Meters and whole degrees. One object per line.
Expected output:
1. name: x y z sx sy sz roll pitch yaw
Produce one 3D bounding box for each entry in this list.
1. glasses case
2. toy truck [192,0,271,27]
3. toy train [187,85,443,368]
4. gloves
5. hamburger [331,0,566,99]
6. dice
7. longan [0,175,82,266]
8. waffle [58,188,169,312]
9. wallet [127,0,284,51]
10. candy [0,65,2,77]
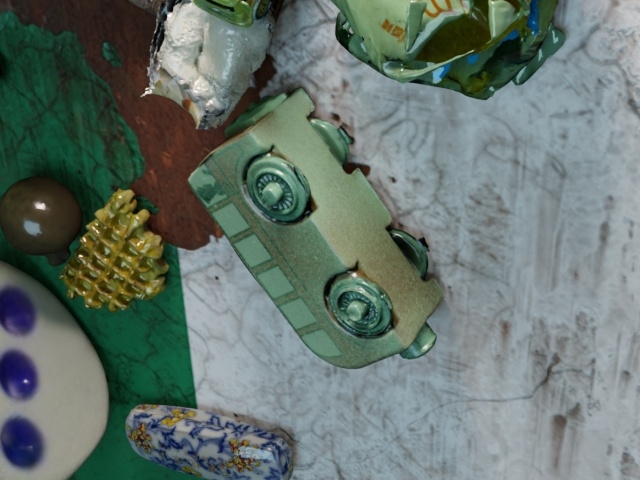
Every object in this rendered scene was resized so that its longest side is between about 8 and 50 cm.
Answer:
1. glasses case: -0.153 0.277 1.541 0.248 0.065 0.087 7 122 27
2. toy truck: -0.064 -0.288 1.038 0.077 0.100 0.169 28 90 12
3. toy train: 0.000 0.000 1.222 0.159 0.129 0.326 -24 107 43
4. gloves: -0.112 -0.195 1.140 0.114 0.070 0.153 33 122 4
5. hamburger: 0.100 -0.231 0.988 0.260 0.150 0.276 11 127 25
6. dice: -0.498 0.221 1.565 0.304 0.277 0.304 -21 110 41
7. longan: -0.345 -0.022 1.422 0.106 0.106 0.119 -9 110 34
8. waffle: -0.272 0.018 1.444 0.192 0.046 0.160 -8 119 34
9. wallet: -0.146 -0.276 1.169 0.230 0.042 0.124 30 132 7
10. candy: -0.430 -0.267 1.343 0.060 0.060 0.201 -3 112 32
